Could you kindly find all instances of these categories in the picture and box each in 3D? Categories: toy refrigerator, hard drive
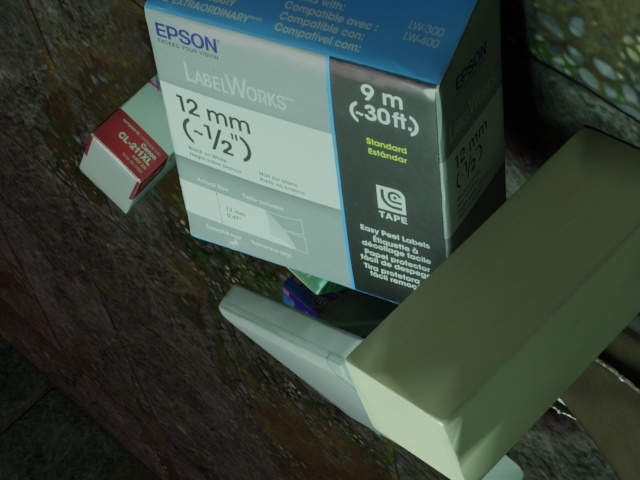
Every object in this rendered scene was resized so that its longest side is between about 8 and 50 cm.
[{"bbox_3d":[0.153,0.047,1.145,0.102,0.269,0.094,29,154,39],"label":"toy refrigerator"},{"bbox_3d":[0.042,0.151,1.639,0.233,0.047,0.353,40,172,-22],"label":"hard drive"}]

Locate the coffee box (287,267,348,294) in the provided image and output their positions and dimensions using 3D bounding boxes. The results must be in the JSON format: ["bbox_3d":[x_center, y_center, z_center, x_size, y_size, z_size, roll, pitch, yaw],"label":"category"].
[{"bbox_3d":[0.000,0.000,1.576,0.113,0.040,0.184,43,-165,12],"label":"coffee box"}]

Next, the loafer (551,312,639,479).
[{"bbox_3d":[0.290,0.163,1.292,0.366,0.130,0.134,26,151,46],"label":"loafer"}]

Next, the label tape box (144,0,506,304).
[{"bbox_3d":[0.003,-0.125,1.163,0.249,0.115,0.347,18,141,25],"label":"label tape box"}]

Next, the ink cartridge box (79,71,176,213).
[{"bbox_3d":[-0.157,-0.124,1.605,0.072,0.175,0.127,44,161,0],"label":"ink cartridge box"}]

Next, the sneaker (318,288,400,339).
[{"bbox_3d":[0.110,0.117,1.613,0.296,0.104,0.147,1,126,58],"label":"sneaker"}]

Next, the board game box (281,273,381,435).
[{"bbox_3d":[0.029,0.136,1.908,0.160,0.047,0.210,39,159,22],"label":"board game box"}]
